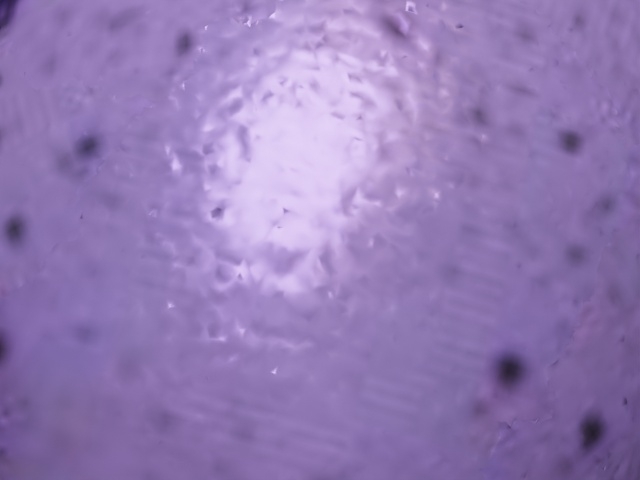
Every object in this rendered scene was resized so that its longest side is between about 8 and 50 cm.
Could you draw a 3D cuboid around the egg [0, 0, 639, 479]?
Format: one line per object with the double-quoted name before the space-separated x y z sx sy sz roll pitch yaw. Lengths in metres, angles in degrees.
"egg" 0.000 0.000 0.632 0.288 0.287 0.379 14 61 0
